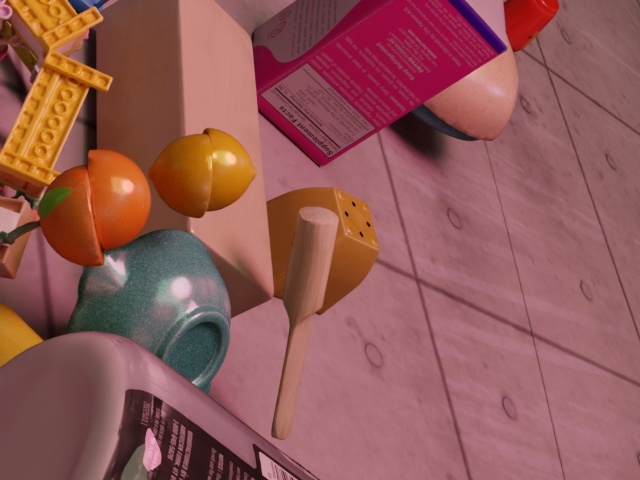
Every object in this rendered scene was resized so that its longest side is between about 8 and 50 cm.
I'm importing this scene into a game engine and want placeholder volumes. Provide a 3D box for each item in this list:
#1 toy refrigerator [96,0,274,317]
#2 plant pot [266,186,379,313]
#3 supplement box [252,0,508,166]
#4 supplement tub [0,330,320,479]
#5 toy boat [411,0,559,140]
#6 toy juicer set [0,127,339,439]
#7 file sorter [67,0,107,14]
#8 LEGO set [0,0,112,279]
[{"bbox_3d":[-0.110,-0.068,1.184,0.102,0.094,0.269,40,33,-44],"label":"toy refrigerator"},{"bbox_3d":[0.000,0.000,1.298,0.081,0.083,0.081,23,44,-46],"label":"plant pot"},{"bbox_3d":[0.050,-0.183,1.415,0.114,0.220,0.111,42,33,-30],"label":"supplement box"},{"bbox_3d":[-0.058,0.217,0.859,0.338,0.207,0.207,42,32,-30],"label":"supplement tub"},{"bbox_3d":[0.137,-0.218,1.701,0.318,0.148,0.267,-13,69,-53],"label":"toy boat"},{"bbox_3d":[-0.097,0.024,1.019,0.089,0.209,0.329,28,9,33],"label":"toy juicer set"},{"bbox_3d":[-0.201,-0.284,1.230,0.170,0.104,0.118,40,34,-32],"label":"file sorter"},{"bbox_3d":[-0.217,-0.100,1.070,0.132,0.107,0.287,-10,72,-24],"label":"LEGO set"}]
